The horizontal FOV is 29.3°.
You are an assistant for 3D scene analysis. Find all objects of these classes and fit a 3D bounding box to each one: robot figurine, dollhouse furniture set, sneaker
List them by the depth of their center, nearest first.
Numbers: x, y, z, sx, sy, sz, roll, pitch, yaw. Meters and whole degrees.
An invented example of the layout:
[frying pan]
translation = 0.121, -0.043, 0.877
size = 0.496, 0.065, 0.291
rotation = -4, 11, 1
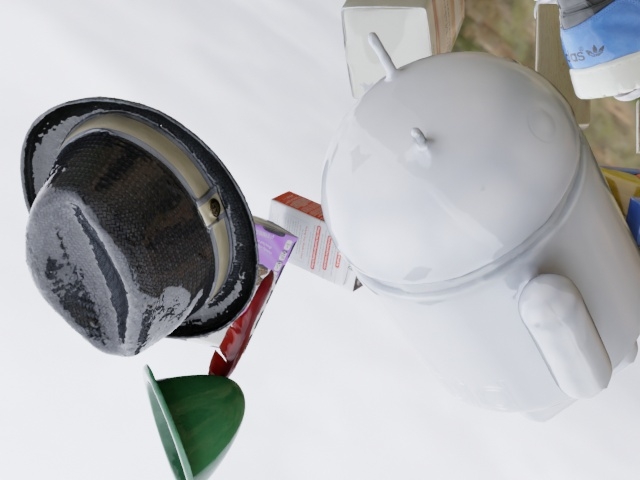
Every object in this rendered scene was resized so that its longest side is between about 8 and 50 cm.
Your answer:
[sneaker]
translation = 0.185, -0.135, 0.632
size = 0.058, 0.152, 0.084
rotation = 10, 120, 67
[robot figurine]
translation = 0.130, -0.003, 0.948
size = 0.353, 0.200, 0.300
rotation = 53, 180, -40
[dollhouse furniture set]
translation = 0.281, -0.143, 1.187
size = 0.151, 0.144, 0.123
rotation = 1, 175, 6

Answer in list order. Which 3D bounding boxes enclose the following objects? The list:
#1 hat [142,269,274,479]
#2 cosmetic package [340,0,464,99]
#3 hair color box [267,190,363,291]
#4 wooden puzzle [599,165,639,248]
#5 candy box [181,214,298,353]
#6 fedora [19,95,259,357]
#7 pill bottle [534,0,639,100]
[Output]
[hat]
translation = -0.095, 0.189, 1.420
size = 0.173, 0.183, 0.208
rotation = -127, 24, -49
[cosmetic package]
translation = 0.132, -0.344, 1.862
size = 0.129, 0.153, 0.296
rotation = 3, -145, 16
[hair color box]
translation = 0.000, 0.000, 1.840
size = 0.167, 0.093, 0.053
rotation = 25, -150, 27
[wooden puzzle]
translation = 0.312, -0.032, 1.397
size = 0.322, 0.080, 0.348
rotation = 6, -159, -5
[candy box]
translation = -0.146, 0.052, 1.761
size = 0.165, 0.196, 0.070
rotation = 18, -170, -45
[fedora]
translation = -0.232, 0.011, 1.381
size = 0.334, 0.334, 0.152
rotation = 37, -140, -4
[pill bottle]
translation = 0.361, -0.290, 1.590
size = 0.215, 0.117, 0.117
rotation = 42, -169, -13
